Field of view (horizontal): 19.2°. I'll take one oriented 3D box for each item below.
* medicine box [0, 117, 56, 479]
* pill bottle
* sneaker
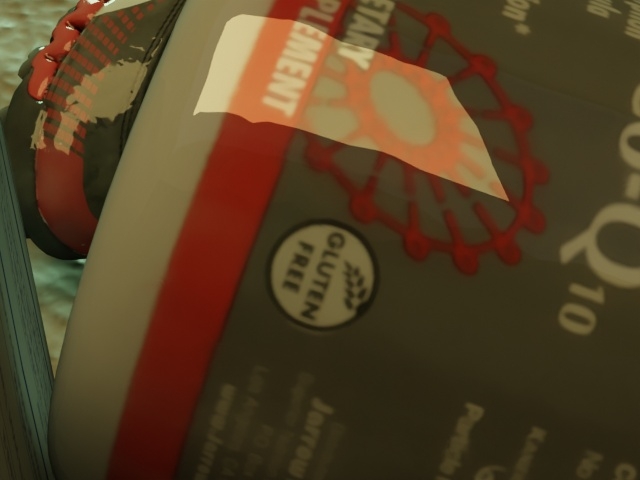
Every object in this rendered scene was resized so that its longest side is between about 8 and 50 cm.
[{"bbox_3d":[-0.149,0.095,0.516,0.149,0.263,0.289,-6,43,-4],"label":"medicine box"},{"bbox_3d":[0.120,0.043,0.574,0.363,0.210,0.210,20,46,2],"label":"pill bottle"},{"bbox_3d":[-0.019,-0.083,0.805,0.135,0.097,0.276,10,40,41],"label":"sneaker"}]
